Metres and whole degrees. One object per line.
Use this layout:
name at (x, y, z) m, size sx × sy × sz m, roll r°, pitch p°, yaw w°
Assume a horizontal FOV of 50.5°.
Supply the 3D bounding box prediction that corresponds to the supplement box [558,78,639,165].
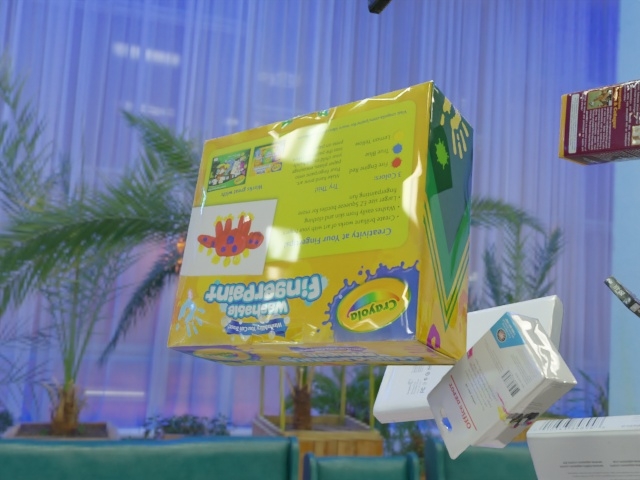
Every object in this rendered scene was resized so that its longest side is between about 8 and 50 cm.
supplement box at (0.461, -0.176, 1.012) m, size 0.080 × 0.104 × 0.188 m, roll 7°, pitch -5°, yaw -37°

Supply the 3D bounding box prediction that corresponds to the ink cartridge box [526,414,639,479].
ink cartridge box at (0.487, 0.403, 0.935) m, size 0.324 × 0.330 × 0.071 m, roll -15°, pitch 4°, yaw 36°

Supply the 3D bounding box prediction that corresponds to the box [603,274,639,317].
box at (0.509, 0.098, 1.114) m, size 0.083 × 0.018 × 0.067 m, roll 30°, pitch 22°, yaw -35°

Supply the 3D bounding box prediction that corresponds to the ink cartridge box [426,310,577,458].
ink cartridge box at (0.224, 0.191, 0.868) m, size 0.061 × 0.104 × 0.181 m, roll 14°, pitch -53°, yaw -30°

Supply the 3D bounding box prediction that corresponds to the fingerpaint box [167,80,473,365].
fingerpaint box at (0.000, 0.000, 1.051) m, size 0.444 × 0.371 × 0.163 m, roll -8°, pitch -24°, yaw 35°

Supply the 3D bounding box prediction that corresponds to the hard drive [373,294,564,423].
hard drive at (0.282, 0.232, 1.307) m, size 0.353 × 0.233 × 0.047 m, roll -19°, pitch -58°, yaw 38°

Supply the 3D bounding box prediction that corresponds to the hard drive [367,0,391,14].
hard drive at (0.096, -0.368, 0.878) m, size 0.022 × 0.094 × 0.135 m, roll 4°, pitch -11°, yaw -20°
